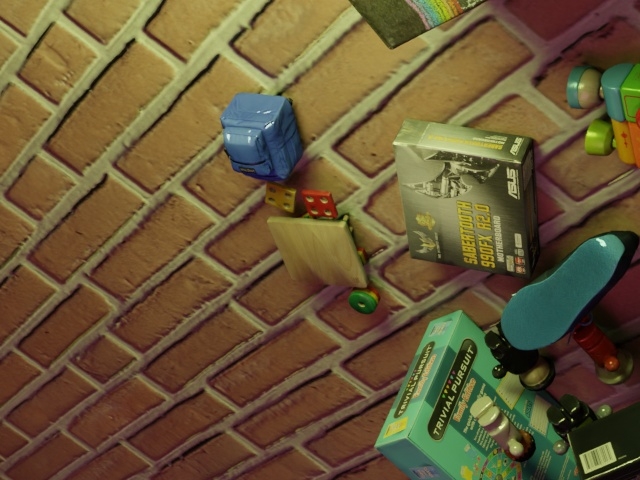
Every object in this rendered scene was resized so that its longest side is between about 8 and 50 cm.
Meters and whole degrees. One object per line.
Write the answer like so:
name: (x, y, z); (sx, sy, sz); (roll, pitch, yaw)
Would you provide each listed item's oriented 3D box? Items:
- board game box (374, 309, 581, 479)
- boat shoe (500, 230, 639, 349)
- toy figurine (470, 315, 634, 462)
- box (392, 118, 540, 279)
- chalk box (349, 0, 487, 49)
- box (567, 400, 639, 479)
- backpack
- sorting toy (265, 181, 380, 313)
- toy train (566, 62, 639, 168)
board game box: (0.263, 0.313, 2.126); (0.336, 0.254, 0.079); (43, 141, -18)
boat shoe: (0.356, 0.076, 1.914); (0.258, 0.089, 0.109); (-40, 76, 47)
toy figurine: (0.341, 0.224, 2.013); (0.213, 0.209, 0.148); (-10, 141, 36)
box: (0.205, -0.055, 1.899); (0.183, 0.056, 0.231); (10, 139, 21)
chalk box: (0.152, -0.367, 1.475); (0.289, 0.179, 0.180); (-21, 120, 44)
box: (0.498, 0.295, 1.875); (0.261, 0.103, 0.184); (-26, 124, 14)
backpack: (-0.087, -0.137, 1.950); (0.098, 0.101, 0.120); (13, 144, 29)
sorting toy: (0.000, 0.000, 2.095); (0.132, 0.046, 0.274); (4, 137, 28)
toy train: (0.391, -0.112, 1.691); (0.143, 0.105, 0.248); (13, 141, 35)
